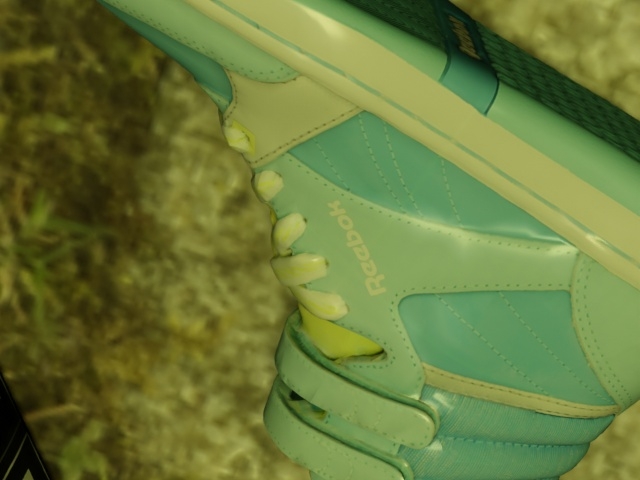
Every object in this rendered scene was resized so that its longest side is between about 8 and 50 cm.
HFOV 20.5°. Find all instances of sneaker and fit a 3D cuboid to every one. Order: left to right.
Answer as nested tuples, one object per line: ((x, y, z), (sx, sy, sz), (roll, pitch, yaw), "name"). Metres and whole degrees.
((0.000, 0.000, 0.712), (0.319, 0.127, 0.208), (32, 110, -7), "sneaker")

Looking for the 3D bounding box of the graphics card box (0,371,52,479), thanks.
((-0.258, 0.097, 0.794), (0.232, 0.094, 0.371), (-16, 111, 11), "graphics card box")
